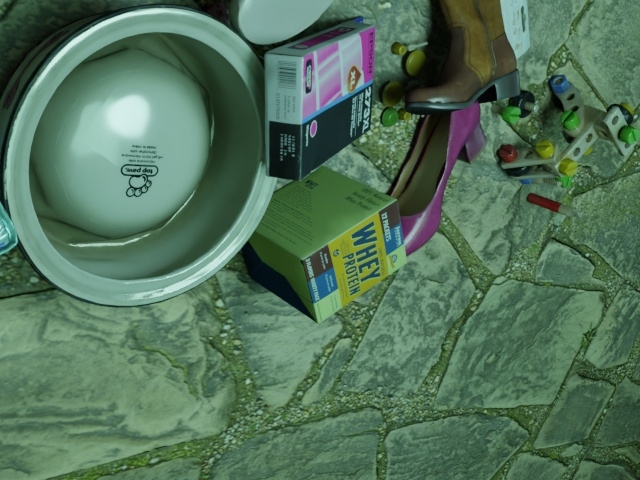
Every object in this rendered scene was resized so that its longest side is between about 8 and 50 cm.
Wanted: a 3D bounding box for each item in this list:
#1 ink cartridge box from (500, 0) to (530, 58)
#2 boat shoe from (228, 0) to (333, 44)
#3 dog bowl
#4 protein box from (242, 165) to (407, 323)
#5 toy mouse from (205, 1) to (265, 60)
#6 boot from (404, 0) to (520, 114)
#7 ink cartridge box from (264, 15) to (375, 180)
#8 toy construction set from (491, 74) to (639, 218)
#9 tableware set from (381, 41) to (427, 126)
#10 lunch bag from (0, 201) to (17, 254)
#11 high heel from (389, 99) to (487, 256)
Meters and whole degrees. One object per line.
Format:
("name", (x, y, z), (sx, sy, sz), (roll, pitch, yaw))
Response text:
("ink cartridge box", (0.347, -0.411, 1.540), (0.179, 0.045, 0.145), (-42, 133, -32))
("boat shoe", (-0.034, -0.423, 1.110), (0.340, 0.158, 0.127), (-47, 140, -13))
("dog bowl", (-0.255, -0.123, 1.066), (0.408, 0.150, 0.407), (-21, 124, -35))
("protein box", (0.000, 0.000, 1.319), (0.201, 0.200, 0.135), (-32, 129, -26))
("toy mouse", (-0.123, -0.324, 1.168), (0.161, 0.031, 0.143), (-13, 119, -36))
("boot", (0.233, -0.371, 1.371), (0.264, 0.096, 0.280), (-17, 100, -22))
("ink cartridge box", (0.020, -0.232, 1.203), (0.371, 0.069, 0.175), (-47, 142, -58))
("toy construction set", (0.549, -0.182, 1.681), (0.257, 0.237, 0.308), (-34, 130, -24))
("tableware set", (0.150, -0.288, 1.435), (0.104, 0.024, 0.154), (-20, 124, -29))
("lunch bag", (-0.499, -0.029, 0.851), (0.262, 0.223, 0.160), (-27, 121, -28))
("high heel", (0.178, -0.133, 1.469), (0.377, 0.127, 0.181), (-55, 136, -20))
